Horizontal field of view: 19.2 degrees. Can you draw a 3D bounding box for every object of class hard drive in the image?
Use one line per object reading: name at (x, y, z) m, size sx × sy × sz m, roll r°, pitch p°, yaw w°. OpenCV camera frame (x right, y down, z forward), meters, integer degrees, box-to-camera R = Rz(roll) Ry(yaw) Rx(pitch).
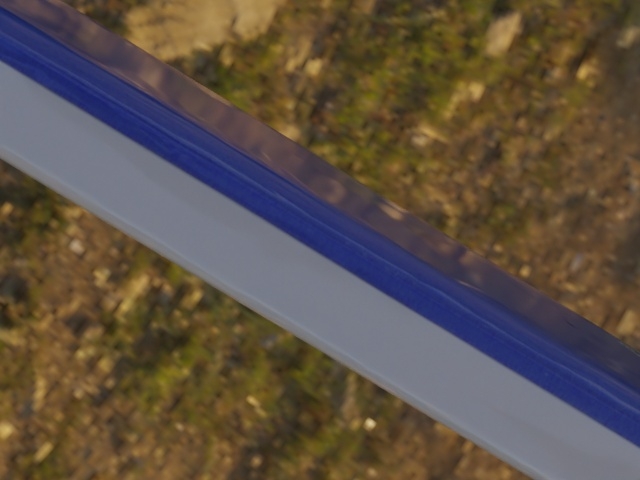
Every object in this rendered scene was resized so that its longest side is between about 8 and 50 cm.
hard drive at (0.000, 0.000, 0.654) m, size 0.319 × 0.210 × 0.040 m, roll 31°, pitch 96°, yaw -5°
